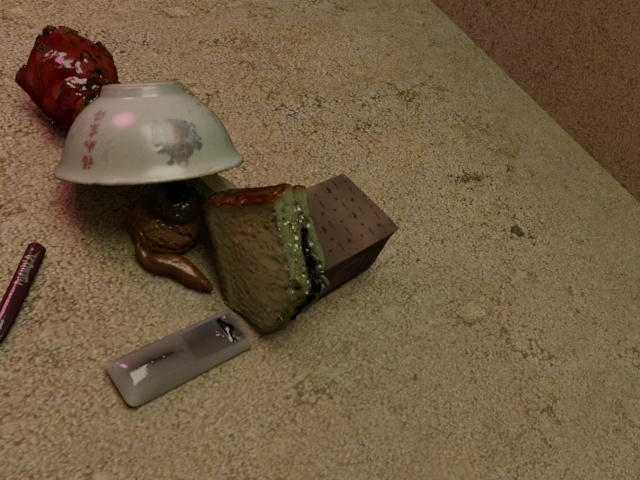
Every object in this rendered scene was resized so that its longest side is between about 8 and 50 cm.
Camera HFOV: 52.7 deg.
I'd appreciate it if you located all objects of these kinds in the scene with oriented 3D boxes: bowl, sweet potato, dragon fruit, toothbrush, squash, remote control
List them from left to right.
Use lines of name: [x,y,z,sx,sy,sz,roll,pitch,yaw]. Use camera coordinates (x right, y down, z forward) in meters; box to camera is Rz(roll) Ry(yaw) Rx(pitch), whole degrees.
toothbrush: [-0.625,0.145,1.291,0.041,0.040,0.363,16,46,-13]
dragon fruit: [-0.640,-0.415,1.663,0.250,0.250,0.315,-30,83,-42]
bowl: [-0.404,-0.266,1.505,0.436,0.195,0.435,-3,17,1]
sweet potato: [-0.337,0.062,1.499,0.202,0.055,0.058,24,34,-4]
remote control: [-0.289,0.235,1.365,0.313,0.055,0.109,-23,64,-40]
squash: [-0.256,-0.121,1.634,0.219,0.041,0.219,37,10,-8]

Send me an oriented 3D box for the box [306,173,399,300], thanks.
box: [0.000,0.000,1.629,0.225,0.190,0.297,46,45,17]

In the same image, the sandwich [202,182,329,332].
sandwich: [-0.116,0.038,1.446,0.131,0.262,0.325,-25,107,-43]

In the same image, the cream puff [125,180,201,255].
cream puff: [-0.361,-0.077,1.530,0.184,0.169,0.183,13,48,-15]
